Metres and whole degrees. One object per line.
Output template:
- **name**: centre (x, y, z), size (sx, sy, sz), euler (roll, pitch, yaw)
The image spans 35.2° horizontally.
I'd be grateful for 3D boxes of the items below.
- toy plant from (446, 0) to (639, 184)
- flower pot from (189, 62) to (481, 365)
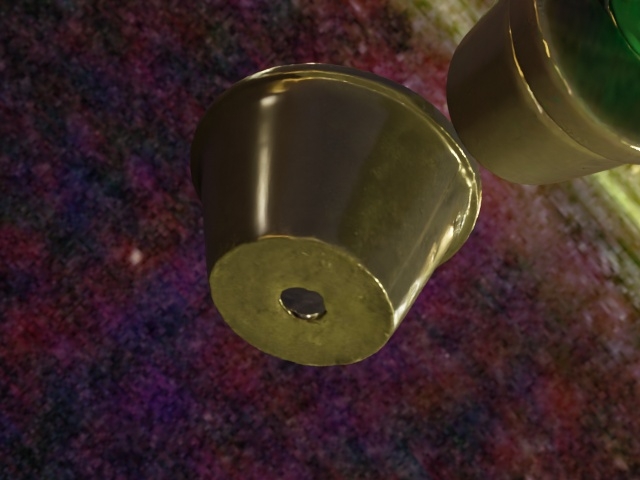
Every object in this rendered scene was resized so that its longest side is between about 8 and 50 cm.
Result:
- **toy plant**: centre (0.222, -0.156, 0.629), size (0.185, 0.279, 0.400), euler (7, -11, -16)
- **flower pot**: centre (0.000, 0.000, 0.874), size (0.269, 0.269, 0.166), euler (39, 42, -27)
